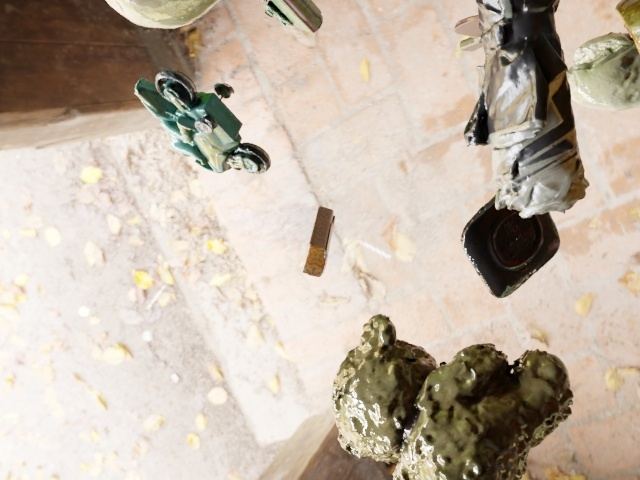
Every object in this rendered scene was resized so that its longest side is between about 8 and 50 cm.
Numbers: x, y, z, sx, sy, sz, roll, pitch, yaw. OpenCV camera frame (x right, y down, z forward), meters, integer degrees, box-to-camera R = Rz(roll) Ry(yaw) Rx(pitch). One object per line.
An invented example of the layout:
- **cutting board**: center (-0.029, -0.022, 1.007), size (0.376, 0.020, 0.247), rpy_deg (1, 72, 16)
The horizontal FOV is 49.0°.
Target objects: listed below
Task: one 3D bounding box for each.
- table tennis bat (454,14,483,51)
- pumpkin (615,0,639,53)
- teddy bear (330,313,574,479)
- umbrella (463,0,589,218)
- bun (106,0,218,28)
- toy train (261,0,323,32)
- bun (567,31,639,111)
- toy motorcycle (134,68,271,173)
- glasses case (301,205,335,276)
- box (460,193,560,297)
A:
- **table tennis bat**: center (0.331, -0.391, 1.333), size (0.174, 0.301, 0.022), rpy_deg (5, 96, -7)
- **pumpkin**: center (0.380, -0.197, 0.682), size (0.139, 0.317, 0.221), rpy_deg (-25, 83, 30)
- **teddy bear**: center (0.125, 0.211, 0.818), size (0.256, 0.156, 0.267), rpy_deg (30, 110, 38)
- **umbrella**: center (0.198, -0.201, 0.728), size (0.113, 0.106, 0.357), rpy_deg (-1, 102, 51)
- **bun**: center (-0.284, -0.567, 1.267), size (0.361, 0.213, 0.360), rpy_deg (-1, 105, -4)
- **toy train**: center (-0.054, -0.333, 0.964), size (0.071, 0.148, 0.038), rpy_deg (20, 87, 29)
- **bun**: center (0.597, -0.346, 1.389), size (0.237, 0.210, 0.116), rpy_deg (-17, 125, -7)
- **toy motorcycle**: center (-0.242, -0.231, 1.429), size (0.198, 0.109, 0.296), rpy_deg (-7, 140, 39)
- **glasses case**: center (0.000, 0.000, 1.608), size (0.049, 0.218, 0.075), rpy_deg (16, 115, -2)
- **box**: center (0.410, -0.002, 1.493), size (0.212, 0.042, 0.201), rpy_deg (-38, 106, -9)
